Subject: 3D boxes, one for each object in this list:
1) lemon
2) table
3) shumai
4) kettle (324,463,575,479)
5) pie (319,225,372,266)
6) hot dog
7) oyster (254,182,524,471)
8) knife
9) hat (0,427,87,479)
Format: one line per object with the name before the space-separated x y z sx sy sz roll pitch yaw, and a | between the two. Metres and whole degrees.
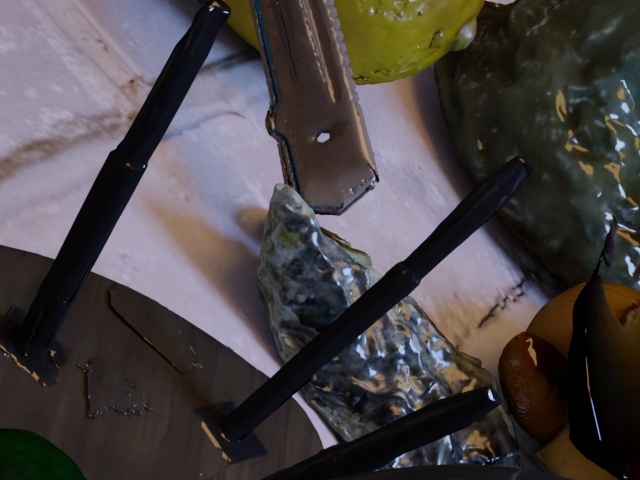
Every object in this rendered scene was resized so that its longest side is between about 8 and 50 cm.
lemon | 0.008 -0.247 1.570 0.263 0.236 0.236 15 27 7
table | -0.044 0.035 1.079 0.317 0.249 0.317 35 28 -22
shumai | 0.310 -0.130 1.742 0.324 0.323 0.397 23 36 -35
kettle | 0.072 0.218 0.793 0.321 0.228 0.324 35 30 33
pie | 0.000 0.000 1.414 0.085 0.017 0.085 29 4 -2
hot dog | 0.196 0.097 1.466 0.326 0.107 0.194 30 51 -59
oyster | 0.053 0.087 1.358 0.199 0.087 0.252 -1 63 -50
knife | -0.031 -0.179 1.409 0.043 0.089 0.365 46 26 -66
hat | -0.226 0.065 0.783 0.285 0.285 0.400 57 18 21
